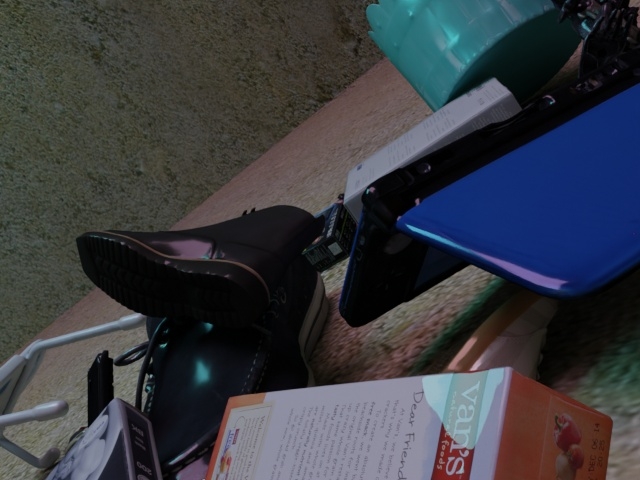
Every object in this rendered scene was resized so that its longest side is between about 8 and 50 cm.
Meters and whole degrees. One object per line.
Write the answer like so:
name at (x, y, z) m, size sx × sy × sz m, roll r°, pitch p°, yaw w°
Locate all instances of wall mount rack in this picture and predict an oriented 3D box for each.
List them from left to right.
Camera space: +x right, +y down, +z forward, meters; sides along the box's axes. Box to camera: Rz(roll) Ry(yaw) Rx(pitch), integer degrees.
wall mount rack at (-0.356, 0.213, 1.044) m, size 0.304 × 0.130 × 0.350 m, roll -58°, pitch 1°, yaw 26°

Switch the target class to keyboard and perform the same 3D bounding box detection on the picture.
keyboard at (-0.187, 0.193, 0.759) m, size 0.023 × 0.180 × 0.108 m, roll 3°, pitch -21°, yaw -21°

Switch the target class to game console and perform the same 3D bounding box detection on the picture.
game console at (0.186, -0.013, 0.651) m, size 0.293 × 0.173 × 0.250 m, roll -27°, pitch -28°, yaw -24°

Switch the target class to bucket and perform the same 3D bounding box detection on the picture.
bucket at (0.221, -0.300, 1.235) m, size 0.281 × 0.183 × 0.281 m, roll -28°, pitch -20°, yaw -11°

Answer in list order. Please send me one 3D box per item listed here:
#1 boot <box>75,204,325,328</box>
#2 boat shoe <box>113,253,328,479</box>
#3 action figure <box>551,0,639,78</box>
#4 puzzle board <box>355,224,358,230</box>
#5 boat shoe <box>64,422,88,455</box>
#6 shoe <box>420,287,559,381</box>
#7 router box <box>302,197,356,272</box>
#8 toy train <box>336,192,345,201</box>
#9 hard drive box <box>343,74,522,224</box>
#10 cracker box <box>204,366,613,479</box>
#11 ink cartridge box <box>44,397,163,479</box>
boot at (-0.106, 0.007, 0.802) m, size 0.198 × 0.077 × 0.137 m, roll 16°, pitch 39°, yaw 24°
boat shoe at (-0.097, 0.106, 0.848) m, size 0.187 × 0.156 × 0.500 m, roll -31°, pitch 14°, yaw 15°
action figure at (0.348, -0.252, 0.997) m, size 0.141 × 0.164 × 0.275 m, roll -52°, pitch 10°, yaw 34°
puzzle board at (0.016, -0.012, 1.339) m, size 0.096 × 0.011 × 0.128 m, roll -33°, pitch 12°, yaw 12°
boat shoe at (-0.269, 0.241, 1.060) m, size 0.137 × 0.049 × 0.043 m, roll -25°, pitch 20°, yaw 52°
shoe at (0.094, 0.103, 0.575) m, size 0.219 × 0.058 × 0.076 m, roll -38°, pitch -9°, yaw -30°
router box at (0.000, 0.000, 1.237) m, size 0.092 × 0.038 × 0.122 m, roll -31°, pitch 19°, yaw 23°
toy train at (0.093, -0.106, 1.450) m, size 0.158 × 0.027 × 0.036 m, roll -39°, pitch 15°, yaw -13°
hard drive box at (0.148, -0.096, 1.102) m, size 0.232 × 0.089 × 0.181 m, roll -33°, pitch 12°, yaw 13°
cracker box at (0.015, 0.150, 0.411) m, size 0.232 × 0.067 × 0.155 m, roll -19°, pitch 49°, yaw 55°
ink cartridge box at (-0.177, 0.238, 0.585) m, size 0.206 × 0.045 × 0.208 m, roll -49°, pitch 27°, yaw 5°
